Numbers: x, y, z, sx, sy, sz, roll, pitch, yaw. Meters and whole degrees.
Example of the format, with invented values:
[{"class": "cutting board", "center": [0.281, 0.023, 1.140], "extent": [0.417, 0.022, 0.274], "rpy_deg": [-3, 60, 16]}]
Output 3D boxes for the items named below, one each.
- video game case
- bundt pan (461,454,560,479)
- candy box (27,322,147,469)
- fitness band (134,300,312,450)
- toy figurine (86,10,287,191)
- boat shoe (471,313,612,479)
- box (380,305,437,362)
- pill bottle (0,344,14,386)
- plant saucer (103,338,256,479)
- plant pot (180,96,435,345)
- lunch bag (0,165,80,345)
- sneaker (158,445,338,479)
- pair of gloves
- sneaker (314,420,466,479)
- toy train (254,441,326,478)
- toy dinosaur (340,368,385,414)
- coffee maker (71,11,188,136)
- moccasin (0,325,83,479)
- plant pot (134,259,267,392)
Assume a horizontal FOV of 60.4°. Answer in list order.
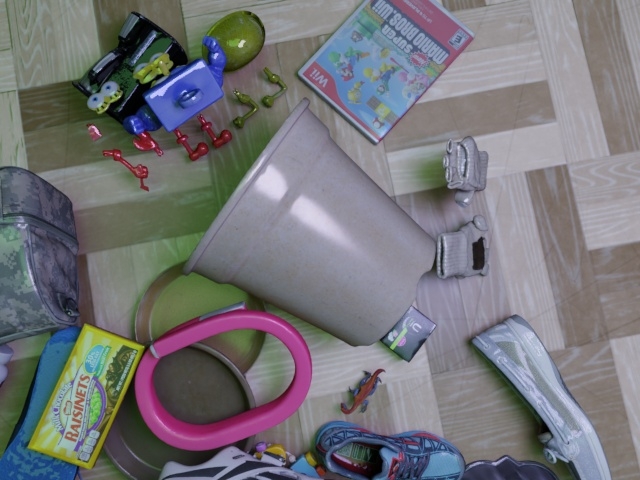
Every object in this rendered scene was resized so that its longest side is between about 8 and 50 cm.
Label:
[{"class": "video game case", "center": [0.125, -0.350, 1.042], "extent": [0.204, 0.025, 0.285], "rpy_deg": [42, 86, 4]}, {"class": "bundt pan", "center": [0.330, 0.541, 0.903], "extent": [0.330, 0.124, 0.331], "rpy_deg": [0, 85, -1]}, {"class": "candy box", "center": [-0.370, 0.247, 0.877], "extent": [0.105, 0.027, 0.206], "rpy_deg": [22, 81, -5]}, {"class": "fitness band", "center": [-0.155, 0.220, 0.879], "extent": [0.290, 0.054, 0.209], "rpy_deg": [-21, 100, 4]}, {"class": "toy figurine", "center": [-0.191, -0.227, 0.889], "extent": [0.362, 0.217, 0.191], "rpy_deg": [-35, 114, -11]}, {"class": "boat shoe", "center": [0.378, 0.288, 0.937], "extent": [0.103, 0.118, 0.321], "rpy_deg": [-27, 81, 3]}, {"class": "box", "center": [0.154, 0.164, 0.976], "extent": [0.062, 0.052, 0.083], "rpy_deg": [38, 84, 4]}, {"class": "pill bottle", "center": [-0.601, 0.248, 0.947], "extent": [0.086, 0.086, 0.152], "rpy_deg": [29, 84, 3]}, {"class": "plant saucer", "center": [-0.245, 0.298, 0.943], "extent": [0.277, 0.041, 0.278], "rpy_deg": [0, 96, 2]}, {"class": "plant pot", "center": [0.000, 0.000, 0.883], "extent": [0.305, 0.334, 0.334], "rpy_deg": [36, 85, -9]}, {"class": "lunch bag", "center": [-0.560, 0.056, 0.892], "extent": [0.304, 0.213, 0.256], "rpy_deg": [-15, 72, -3]}, {"class": "sneaker", "center": [-0.096, 0.387, 0.875], "extent": [0.330, 0.146, 0.123], "rpy_deg": [8, 120, -24]}, {"class": "pair of gloves", "center": [0.254, -0.053, 0.933], "extent": [0.042, 0.204, 0.240], "rpy_deg": [3, 88, 32]}, {"class": "sneaker", "center": [0.118, 0.377, 0.917], "extent": [0.261, 0.125, 0.104], "rpy_deg": [7, 85, 1]}, {"class": "toy train", "center": [-0.074, 0.412, 0.956], "extent": [0.166, 0.046, 0.125], "rpy_deg": [9, 94, -1]}, {"class": "toy dinosaur", "center": [0.068, 0.265, 0.960], "extent": [0.047, 0.090, 0.082], "rpy_deg": [31, 53, 18]}, {"class": "coffee maker", "center": [-0.324, -0.293, 1.002], "extent": [0.171, 0.120, 0.178], "rpy_deg": [40, 86, -25]}, {"class": "moccasin", "center": [-0.440, 0.319, 0.931], "extent": [0.137, 0.117, 0.342], "rpy_deg": [20, 80, -10]}, {"class": "plant pot", "center": [-0.211, 0.150, 0.986], "extent": [0.236, 0.032, 0.237], "rpy_deg": [0, 85, 0]}]
